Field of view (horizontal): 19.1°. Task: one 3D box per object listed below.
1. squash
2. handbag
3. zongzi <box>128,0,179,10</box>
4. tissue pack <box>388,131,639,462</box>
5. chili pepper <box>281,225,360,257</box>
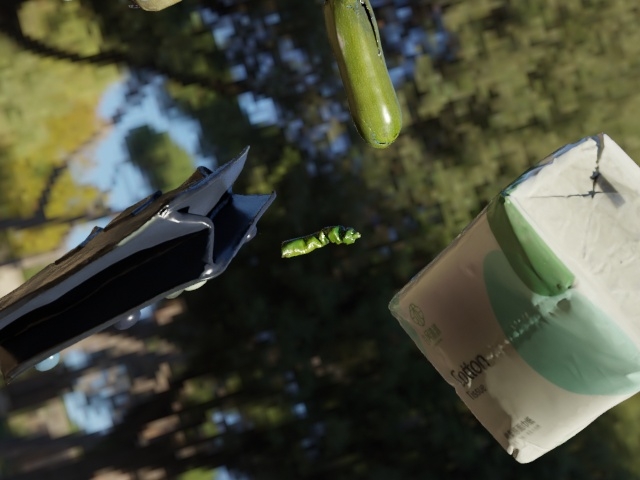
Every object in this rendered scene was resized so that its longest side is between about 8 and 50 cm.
[{"bbox_3d":[0.039,-0.174,1.823,0.052,0.052,0.183,-153,-133,-70],"label":"squash"},{"bbox_3d":[-0.209,0.028,2.128,0.118,0.325,0.269,58,29,-9],"label":"handbag"},{"bbox_3d":[-0.226,-0.363,2.121,0.194,0.099,0.197,46,14,-51],"label":"zongzi"},{"bbox_3d":[0.268,0.071,2.151,0.266,0.194,0.356,50,-30,5],"label":"tissue pack"},{"bbox_3d":[0.000,0.000,1.858,0.027,0.083,0.022,19,59,-75],"label":"chili pepper"}]
